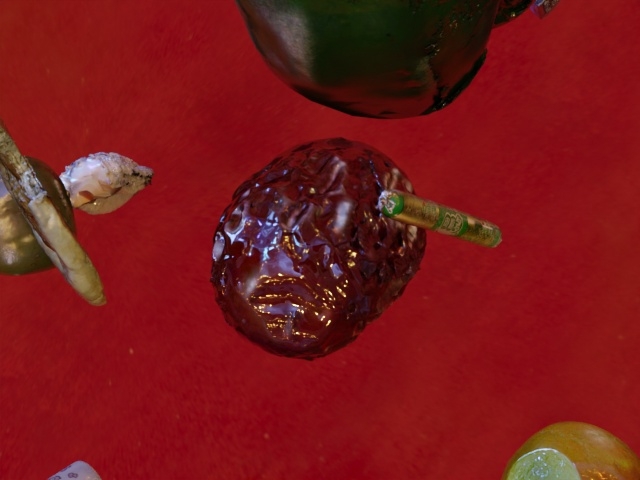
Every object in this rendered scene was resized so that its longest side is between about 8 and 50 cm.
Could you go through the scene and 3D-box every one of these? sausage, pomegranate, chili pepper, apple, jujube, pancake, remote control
[{"bbox_3d":[0.137,-0.022,1.184,0.269,0.032,0.033,14,88,-53],"label":"sausage"},{"bbox_3d":[-0.398,-0.022,1.325,0.191,0.131,0.152,-16,101,11],"label":"pomegranate"},{"bbox_3d":[0.029,-0.204,0.597,0.233,0.257,0.249,-28,69,2],"label":"chili pepper"},{"bbox_3d":[0.265,0.272,1.127,0.163,0.147,0.146,-47,136,17],"label":"apple"},{"bbox_3d":[0.000,0.000,1.368,0.258,0.376,0.259,4,106,15],"label":"jujube"},{"bbox_3d":[-0.300,-0.033,1.145,0.037,0.253,0.254,-31,97,-14],"label":"pancake"},{"bbox_3d":[0.228,-0.247,1.079,0.043,0.152,0.027,-42,88,12],"label":"remote control"}]

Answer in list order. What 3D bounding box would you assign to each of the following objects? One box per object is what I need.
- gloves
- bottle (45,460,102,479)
[{"bbox_3d":[-0.297,-0.085,1.506,0.114,0.153,0.070,-29,78,14],"label":"gloves"},{"bbox_3d":[-0.424,0.415,1.589,0.209,0.097,0.110,-29,53,-36],"label":"bottle"}]
